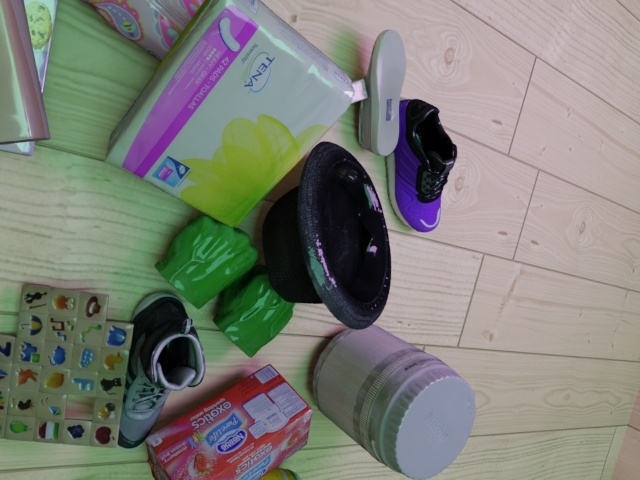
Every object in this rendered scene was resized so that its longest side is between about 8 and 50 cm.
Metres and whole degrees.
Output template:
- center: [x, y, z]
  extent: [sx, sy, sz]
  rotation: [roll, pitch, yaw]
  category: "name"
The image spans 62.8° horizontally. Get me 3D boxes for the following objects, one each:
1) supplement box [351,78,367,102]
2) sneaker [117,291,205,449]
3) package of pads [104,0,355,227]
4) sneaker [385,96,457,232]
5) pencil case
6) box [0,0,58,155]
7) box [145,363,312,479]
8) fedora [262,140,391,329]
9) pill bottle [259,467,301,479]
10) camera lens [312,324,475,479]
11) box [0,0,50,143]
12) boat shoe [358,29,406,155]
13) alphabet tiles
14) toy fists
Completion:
- center: [0.027, -0.262, 0.952]
  extent: [0.099, 0.062, 0.036]
  rotation: [-26, 114, -26]
  category: "supplement box"
- center: [-0.263, 0.225, 0.823]
  extent: [0.101, 0.153, 0.268]
  rotation: [15, 93, -35]
  category: "sneaker"
- center: [-0.124, -0.175, 0.745]
  extent: [0.229, 0.101, 0.296]
  rotation: [30, 118, -32]
  category: "package of pads"
- center: [0.211, -0.140, 1.054]
  extent: [0.102, 0.146, 0.293]
  rotation: [-28, 115, -25]
  category: "sneaker"
- center: [-0.197, -0.305, 0.758]
  extent: [0.284, 0.124, 0.124]
  rotation: [35, 82, -34]
  category: "pencil case"
- center: [-0.381, -0.274, 0.676]
  extent: [0.067, 0.063, 0.323]
  rotation: [10, 96, -33]
  category: "box"
- center: [-0.153, 0.348, 0.907]
  extent: [0.257, 0.128, 0.122]
  rotation: [-25, 138, -34]
  category: "box"
- center: [0.000, 0.000, 0.902]
  extent: [0.334, 0.153, 0.333]
  rotation: [36, 46, -49]
  category: "fedora"
- center: [-0.142, 0.484, 0.991]
  extent: [0.209, 0.118, 0.117]
  rotation: [26, 87, -35]
  category: "pill bottle"
- center: [0.132, 0.303, 1.031]
  extent: [0.220, 0.274, 0.219]
  rotation: [-9, 107, -32]
  category: "camera lens"
- center: [-0.405, -0.258, 0.565]
  extent: [0.148, 0.121, 0.310]
  rotation: [-10, 103, -16]
  category: "box"
- center: [0.103, -0.275, 0.987]
  extent: [0.079, 0.081, 0.227]
  rotation: [-17, 118, -38]
  category: "boat shoe"
- center: [-0.387, 0.186, 0.770]
  extent: [0.199, 0.009, 0.237]
  rotation: [9, 96, -9]
  category: "alphabet tiles"
- center: [-0.148, 0.073, 0.902]
  extent: [0.142, 0.096, 0.279]
  rotation: [-43, 123, -9]
  category: "toy fists"
